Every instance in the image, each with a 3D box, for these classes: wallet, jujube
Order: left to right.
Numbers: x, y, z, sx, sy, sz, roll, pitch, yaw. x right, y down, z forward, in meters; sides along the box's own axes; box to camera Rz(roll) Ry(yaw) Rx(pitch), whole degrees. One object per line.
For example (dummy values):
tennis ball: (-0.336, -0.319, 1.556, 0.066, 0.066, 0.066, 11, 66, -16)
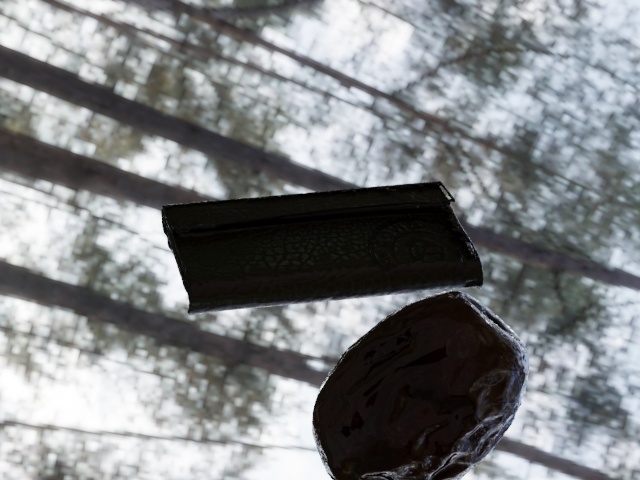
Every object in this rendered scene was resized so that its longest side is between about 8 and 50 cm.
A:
wallet: (0.000, 0.000, 1.237, 0.133, 0.243, 0.039, -111, -159, -51)
jujube: (0.101, 0.167, 1.604, 0.243, 0.183, 0.183, -49, -132, 11)
